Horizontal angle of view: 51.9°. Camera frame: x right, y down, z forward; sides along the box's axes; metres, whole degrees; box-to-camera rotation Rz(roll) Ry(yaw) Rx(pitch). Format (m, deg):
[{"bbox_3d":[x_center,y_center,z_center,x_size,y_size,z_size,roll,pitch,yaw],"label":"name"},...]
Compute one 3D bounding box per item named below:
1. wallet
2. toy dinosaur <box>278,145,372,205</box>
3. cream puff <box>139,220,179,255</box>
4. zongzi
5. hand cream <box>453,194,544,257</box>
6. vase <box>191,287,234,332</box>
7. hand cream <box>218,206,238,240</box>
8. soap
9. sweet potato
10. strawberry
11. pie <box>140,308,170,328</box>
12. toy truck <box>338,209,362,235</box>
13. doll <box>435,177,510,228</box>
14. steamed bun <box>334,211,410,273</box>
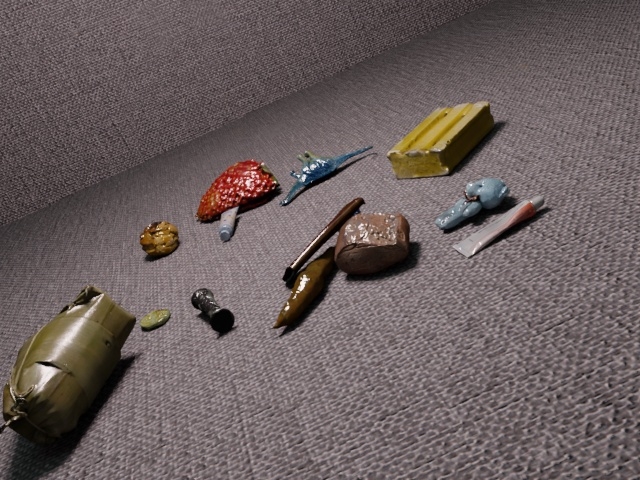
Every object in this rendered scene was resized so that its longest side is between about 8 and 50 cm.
[{"bbox_3d":[0.000,0.000,1.571,0.255,0.031,0.137,-46,2,-22],"label":"wallet"},{"bbox_3d":[-0.006,-0.233,2.129,0.363,0.076,0.147,-31,44,-13],"label":"toy dinosaur"},{"bbox_3d":[-0.510,-0.010,2.092,0.119,0.104,0.133,-12,24,40],"label":"cream puff"},{"bbox_3d":[-0.622,0.337,1.412,0.418,0.181,0.447,-30,22,26],"label":"zongzi"},{"bbox_3d":[0.384,-0.031,1.391,0.216,0.038,0.052,-33,0,-6],"label":"hand cream"},{"bbox_3d":[-0.253,0.161,1.539,0.059,0.059,0.167,-31,25,-17],"label":"vase"},{"bbox_3d":[-0.287,-0.053,2.033,0.065,0.043,0.171,-22,27,10],"label":"hand cream"},{"bbox_3d":[0.352,-0.291,1.896,0.199,0.091,0.315,1,33,43],"label":"soap"},{"bbox_3d":[-0.030,0.103,1.454,0.067,0.067,0.274,-6,31,35],"label":"sweet potato"},{"bbox_3d":[-0.296,-0.173,2.192,0.306,0.138,0.233,-25,25,-5],"label":"strawberry"},{"bbox_3d":[-0.417,0.198,1.665,0.085,0.017,0.085,-19,23,8],"label":"pie"},{"bbox_3d":[0.073,-0.034,1.663,0.090,0.056,0.073,-26,24,26],"label":"toy truck"},{"bbox_3d":[0.339,-0.093,1.503,0.179,0.075,0.120,-25,20,-3],"label":"doll"},{"bbox_3d":[0.114,0.003,1.473,0.175,0.106,0.145,-12,26,20],"label":"steamed bun"}]
